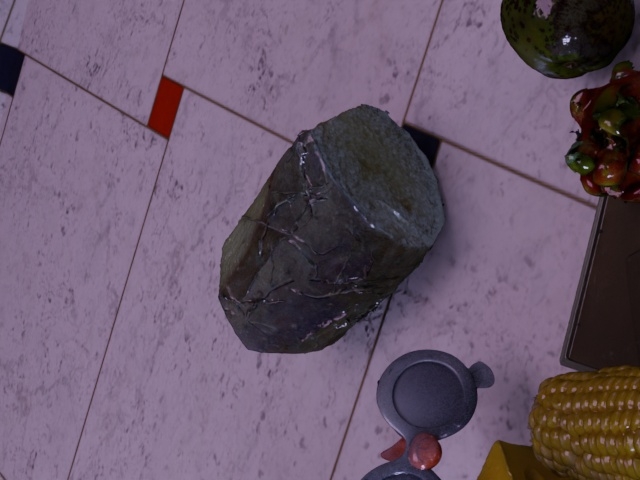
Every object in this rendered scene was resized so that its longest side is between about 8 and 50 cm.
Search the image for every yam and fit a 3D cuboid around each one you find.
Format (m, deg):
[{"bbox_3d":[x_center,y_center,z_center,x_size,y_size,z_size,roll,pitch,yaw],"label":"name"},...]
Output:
[{"bbox_3d":[0.004,0.003,1.808,0.271,0.202,0.201,-40,84,38],"label":"yam"}]

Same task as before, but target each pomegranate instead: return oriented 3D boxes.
[{"bbox_3d":[0.259,-0.232,1.583,0.125,0.163,0.138,52,152,3],"label":"pomegranate"}]

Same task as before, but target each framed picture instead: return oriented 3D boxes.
[{"bbox_3d":[0.302,0.037,1.505,0.150,0.015,0.203,15,92,57],"label":"framed picture"}]

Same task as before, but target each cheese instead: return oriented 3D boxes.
[{"bbox_3d":[0.215,0.291,1.486,0.171,0.093,0.126,45,115,53],"label":"cheese"}]

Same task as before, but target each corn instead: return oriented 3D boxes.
[{"bbox_3d":[0.306,0.166,1.356,0.347,0.130,0.130,0,80,57],"label":"corn"}]

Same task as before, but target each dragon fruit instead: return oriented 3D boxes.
[{"bbox_3d":[0.290,-0.102,1.479,0.142,0.175,0.138,37,115,24],"label":"dragon fruit"}]

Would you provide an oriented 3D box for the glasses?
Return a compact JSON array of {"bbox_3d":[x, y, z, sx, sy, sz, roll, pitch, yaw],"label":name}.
[{"bbox_3d":[0.098,0.259,1.633,0.268,0.118,0.234,87,-165,-63],"label":"glasses"}]
